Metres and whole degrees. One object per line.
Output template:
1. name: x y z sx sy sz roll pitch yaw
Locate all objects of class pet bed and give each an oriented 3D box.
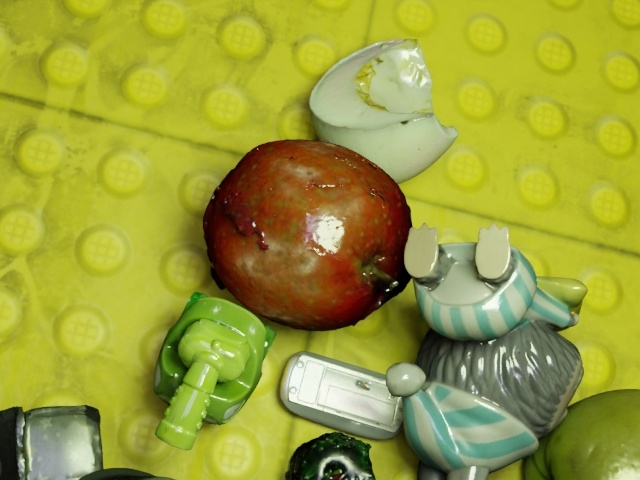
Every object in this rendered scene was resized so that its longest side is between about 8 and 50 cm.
1. pet bed: -0.369 0.330 1.430 0.159 0.183 0.211 -2 75 -17

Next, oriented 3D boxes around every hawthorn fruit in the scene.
1. hawthorn fruit: -0.009 -0.006 1.565 0.315 0.316 0.316 3 73 -11

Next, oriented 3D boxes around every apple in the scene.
1. apple: 0.452 0.362 1.569 0.257 0.233 0.295 0 73 -15

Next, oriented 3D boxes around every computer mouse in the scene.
1. computer mouse: 0.035 0.232 1.619 0.199 0.045 0.102 17 70 -6

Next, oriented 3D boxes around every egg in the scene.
1. egg: 0.097 -0.177 1.700 0.206 0.162 0.271 -18 36 0

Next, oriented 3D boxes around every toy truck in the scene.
1. toy truck: -0.158 0.177 1.498 0.148 0.210 0.187 27 101 -1

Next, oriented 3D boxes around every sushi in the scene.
1. sushi: 0.020 0.387 1.527 0.124 0.127 0.225 3 71 -12

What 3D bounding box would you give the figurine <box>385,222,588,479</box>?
1. figurine: 0.228 0.216 1.495 0.266 0.361 0.378 -4 66 25

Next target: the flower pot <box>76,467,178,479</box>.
1. flower pot: -0.209 0.372 1.292 0.235 0.148 0.235 15 59 -25
